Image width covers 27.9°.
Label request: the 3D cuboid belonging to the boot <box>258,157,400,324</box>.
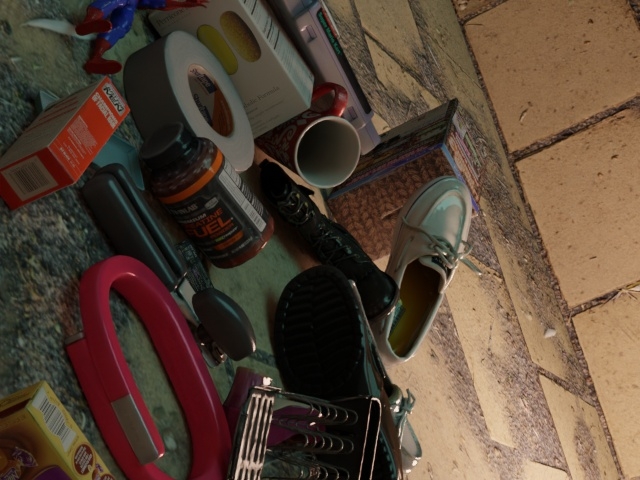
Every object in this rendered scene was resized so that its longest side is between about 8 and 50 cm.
[{"bbox_3d":[0.000,0.000,1.998,0.229,0.091,0.263,47,3,-38],"label":"boot"}]

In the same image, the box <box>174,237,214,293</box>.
[{"bbox_3d":[-0.169,0.044,1.657,0.083,0.018,0.067,63,20,-5],"label":"box"}]

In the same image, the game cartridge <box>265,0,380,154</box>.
[{"bbox_3d":[-0.034,-0.313,2.113,0.230,0.068,0.355,31,-22,47],"label":"game cartridge"}]

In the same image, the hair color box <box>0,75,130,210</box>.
[{"bbox_3d":[-0.284,-0.108,1.412,0.053,0.093,0.167,56,30,-23],"label":"hair color box"}]

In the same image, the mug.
[{"bbox_3d":[-0.014,-0.168,2.022,0.113,0.150,0.169,51,-11,-30],"label":"mug"}]

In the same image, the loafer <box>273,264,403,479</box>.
[{"bbox_3d":[0.028,0.215,1.829,0.130,0.133,0.366,43,32,-67],"label":"loafer"}]

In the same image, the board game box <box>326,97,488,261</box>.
[{"bbox_3d":[0.167,-0.112,2.358,0.141,0.232,0.291,59,22,-15],"label":"board game box"}]

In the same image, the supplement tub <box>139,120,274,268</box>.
[{"bbox_3d":[-0.154,-0.062,1.695,0.198,0.106,0.106,52,24,-30],"label":"supplement tub"}]

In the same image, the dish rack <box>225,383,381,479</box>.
[{"bbox_3d":[-0.024,0.278,1.560,0.271,0.074,0.208,24,73,-61],"label":"dish rack"}]

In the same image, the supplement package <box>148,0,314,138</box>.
[{"bbox_3d":[-0.132,-0.292,1.958,0.244,0.139,0.134,55,18,-23],"label":"supplement package"}]

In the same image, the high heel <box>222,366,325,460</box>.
[{"bbox_3d":[-0.062,0.252,1.639,0.244,0.082,0.117,54,48,-61],"label":"high heel"}]

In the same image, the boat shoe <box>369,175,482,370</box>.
[{"bbox_3d":[0.174,0.043,2.067,0.136,0.156,0.367,40,65,-19],"label":"boat shoe"}]

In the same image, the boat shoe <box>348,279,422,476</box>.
[{"bbox_3d":[0.075,0.211,1.947,0.320,0.103,0.118,62,20,-8],"label":"boat shoe"}]

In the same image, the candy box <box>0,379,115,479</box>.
[{"bbox_3d":[-0.242,0.226,1.140,0.187,0.109,0.053,58,21,-18],"label":"candy box"}]

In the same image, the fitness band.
[{"bbox_3d":[-0.190,0.157,1.439,0.291,0.054,0.209,67,18,2],"label":"fitness band"}]

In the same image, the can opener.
[{"bbox_3d":[-0.173,0.028,1.554,0.283,0.095,0.076,60,20,-15],"label":"can opener"}]

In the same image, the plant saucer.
[{"bbox_3d":[-0.281,-0.116,1.568,0.192,0.018,0.067,33,37,-57],"label":"plant saucer"}]

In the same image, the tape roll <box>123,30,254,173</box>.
[{"bbox_3d":[-0.181,-0.181,1.809,0.219,0.072,0.219,50,26,-35],"label":"tape roll"}]

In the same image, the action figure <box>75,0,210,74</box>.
[{"bbox_3d":[-0.234,-0.324,1.749,0.280,0.139,0.092,-87,172,-56],"label":"action figure"}]
